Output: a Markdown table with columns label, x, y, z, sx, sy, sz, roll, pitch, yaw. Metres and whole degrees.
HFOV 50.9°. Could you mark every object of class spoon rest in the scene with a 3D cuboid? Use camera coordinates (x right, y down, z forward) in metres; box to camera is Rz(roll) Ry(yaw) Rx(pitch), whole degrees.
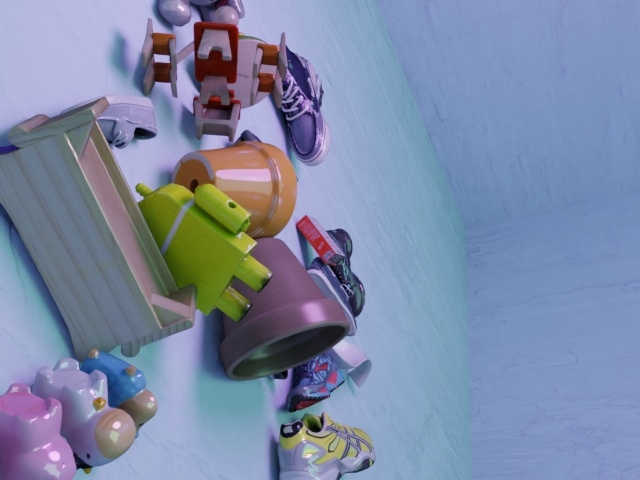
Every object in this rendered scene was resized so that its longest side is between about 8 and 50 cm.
| label | x | y | z | sx | sy | sz | roll | pitch | yaw |
| --- | --- | --- | --- | --- | --- | --- | --- | --- | --- |
| spoon rest | 0.071 | 0.311 | 1.813 | 0.137 | 0.084 | 0.276 | 49 | -1 | 37 |

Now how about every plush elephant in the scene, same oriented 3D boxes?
| label | x | y | z | sx | sy | sz | roll | pitch | yaw |
| --- | --- | --- | --- | --- | --- | --- | --- | --- | --- |
| plush elephant | -0.192 | -0.614 | 1.478 | 0.272 | 0.255 | 0.330 | 19 | 60 | -65 |

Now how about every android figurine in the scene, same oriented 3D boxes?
| label | x | y | z | sx | sy | sz | roll | pitch | yaw |
| --- | --- | --- | --- | --- | --- | --- | --- | --- | --- |
| android figurine | -0.212 | 0.014 | 1.116 | 0.273 | 0.248 | 0.056 | 37 | 36 | 4 |

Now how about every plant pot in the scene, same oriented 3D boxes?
| label | x | y | z | sx | sy | sz | roll | pitch | yaw |
| --- | --- | --- | --- | --- | --- | --- | --- | --- | --- |
| plant pot | -0.099 | 0.125 | 1.352 | 0.263 | 0.263 | 0.229 | 29 | 35 | -62 |
| plant pot | -0.182 | -0.101 | 1.324 | 0.188 | 0.205 | 0.205 | 2 | 76 | -52 |

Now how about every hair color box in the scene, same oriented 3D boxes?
| label | x | y | z | sx | sy | sz | roll | pitch | yaw |
| --- | --- | --- | --- | --- | --- | --- | --- | --- | --- |
| hair color box | 0.000 | 0.000 | 1.807 | 0.141 | 0.043 | 0.072 | 52 | 13 | 23 |

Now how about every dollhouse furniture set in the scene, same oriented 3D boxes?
| label | x | y | z | sx | sy | sz | roll | pitch | yaw |
| --- | --- | --- | --- | --- | --- | --- | --- | --- | --- |
| dollhouse furniture set | -0.207 | -0.327 | 1.330 | 0.259 | 0.262 | 0.135 | 106 | -15 | -58 |

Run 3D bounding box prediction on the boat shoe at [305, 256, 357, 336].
| label | x | y | z | sx | sy | sz | roll | pitch | yaw |
| --- | --- | --- | --- | --- | --- | --- | --- | --- | --- |
| boat shoe | 0.035 | 0.156 | 1.830 | 0.254 | 0.095 | 0.079 | 55 | 41 | -26 |

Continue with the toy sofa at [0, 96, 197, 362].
| label | x | y | z | sx | sy | sz | roll | pitch | yaw |
| --- | --- | --- | --- | --- | --- | --- | --- | --- | --- |
| toy sofa | -0.330 | -0.014 | 0.992 | 0.150 | 0.177 | 0.362 | -116 | -176 | -70 |

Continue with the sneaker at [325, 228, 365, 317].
| label | x | y | z | sx | sy | sz | roll | pitch | yaw |
| --- | --- | --- | --- | --- | --- | --- | --- | --- | --- |
| sneaker | 0.047 | 0.095 | 1.917 | 0.106 | 0.101 | 0.267 | 5 | 66 | -53 |

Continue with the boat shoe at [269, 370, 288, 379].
| label | x | y | z | sx | sy | sz | roll | pitch | yaw |
| --- | --- | --- | --- | --- | --- | --- | --- | --- | --- |
| boat shoe | -0.095 | 0.241 | 1.483 | 0.049 | 0.040 | 0.142 | -33 | 123 | -57 |

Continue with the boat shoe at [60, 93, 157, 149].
| label | x | y | z | sx | sy | sz | roll | pitch | yaw |
| --- | --- | --- | --- | --- | --- | --- | --- | --- | --- |
| boat shoe | -0.338 | -0.194 | 1.122 | 0.227 | 0.079 | 0.081 | -33 | 104 | -70 |

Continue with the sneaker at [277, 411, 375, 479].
| label | x | y | z | sx | sy | sz | roll | pitch | yaw |
| --- | --- | --- | --- | --- | --- | --- | --- | --- | --- |
| sneaker | 0.025 | 0.467 | 1.558 | 0.384 | 0.145 | 0.147 | 16 | 64 | -67 |

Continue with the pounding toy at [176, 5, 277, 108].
| label | x | y | z | sx | sy | sz | roll | pitch | yaw |
| --- | --- | --- | --- | --- | --- | --- | --- | --- | --- |
| pounding toy | -0.207 | -0.409 | 1.494 | 0.237 | 0.183 | 0.110 | 40 | 17 | -52 |

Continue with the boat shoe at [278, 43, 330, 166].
| label | x | y | z | sx | sy | sz | roll | pitch | yaw |
| --- | --- | --- | --- | --- | --- | --- | --- | --- | --- |
| boat shoe | -0.076 | -0.374 | 1.838 | 0.158 | 0.127 | 0.340 | 25 | 47 | -55 |

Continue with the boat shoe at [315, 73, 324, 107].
| label | x | y | z | sx | sy | sz | roll | pitch | yaw |
| --- | --- | --- | --- | --- | --- | --- | --- | --- | --- |
| boat shoe | -0.028 | -0.421 | 2.027 | 0.228 | 0.080 | 0.076 | -85 | 151 | -54 |

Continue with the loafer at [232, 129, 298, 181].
| label | x | y | z | sx | sy | sz | roll | pitch | yaw |
| --- | --- | --- | --- | --- | --- | --- | --- | --- | --- |
| loafer | -0.142 | -0.184 | 1.628 | 0.096 | 0.084 | 0.267 | 52 | 7 | 25 |

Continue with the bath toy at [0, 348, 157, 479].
| label | x | y | z | sx | sy | sz | roll | pitch | yaw |
| --- | --- | --- | --- | --- | --- | --- | --- | --- | --- |
| bath toy | -0.343 | 0.248 | 0.813 | 0.348 | 0.151 | 0.129 | -16 | 128 | -68 |

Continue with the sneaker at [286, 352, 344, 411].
| label | x | y | z | sx | sy | sz | roll | pitch | yaw |
| --- | --- | --- | --- | --- | --- | --- | --- | --- | --- |
| sneaker | -0.033 | 0.321 | 1.592 | 0.125 | 0.104 | 0.262 | 64 | 15 | 5 |
